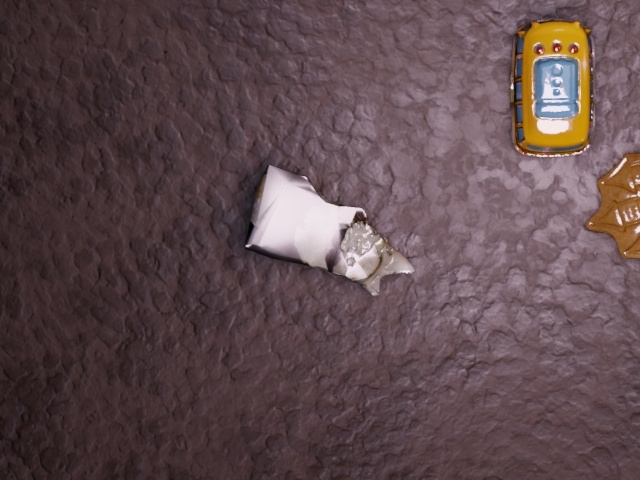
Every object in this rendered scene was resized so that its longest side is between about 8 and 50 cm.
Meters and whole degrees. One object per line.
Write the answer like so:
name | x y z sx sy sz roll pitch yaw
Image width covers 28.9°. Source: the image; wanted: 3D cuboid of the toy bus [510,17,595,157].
toy bus | 0.344 -0.227 1.832 0.126 0.136 0.209 0 94 7

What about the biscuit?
biscuit | 0.498 -0.053 1.851 0.215 0.034 0.182 -21 81 23

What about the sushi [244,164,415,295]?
sushi | 0.016 -0.013 1.921 0.273 0.109 0.134 21 93 -9
